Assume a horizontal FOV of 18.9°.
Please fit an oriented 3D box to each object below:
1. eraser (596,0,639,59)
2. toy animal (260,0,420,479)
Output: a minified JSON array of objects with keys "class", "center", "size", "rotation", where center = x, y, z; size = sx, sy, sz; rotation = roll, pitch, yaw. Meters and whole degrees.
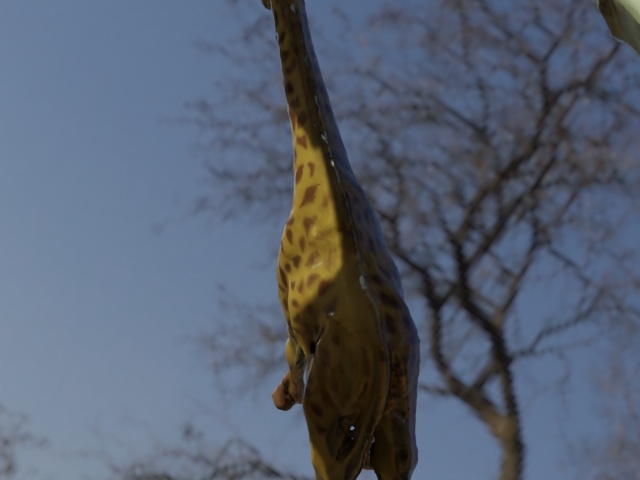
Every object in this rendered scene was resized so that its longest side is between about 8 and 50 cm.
[{"class":"eraser","center":[0.262,-0.063,0.754],"size":[0.290,0.189,0.104],"rotation":[54,-9,39]},{"class":"toy animal","center":[0.002,0.002,0.848],"size":[0.149,0.054,0.275],"rotation":[-135,-144,-72]}]
